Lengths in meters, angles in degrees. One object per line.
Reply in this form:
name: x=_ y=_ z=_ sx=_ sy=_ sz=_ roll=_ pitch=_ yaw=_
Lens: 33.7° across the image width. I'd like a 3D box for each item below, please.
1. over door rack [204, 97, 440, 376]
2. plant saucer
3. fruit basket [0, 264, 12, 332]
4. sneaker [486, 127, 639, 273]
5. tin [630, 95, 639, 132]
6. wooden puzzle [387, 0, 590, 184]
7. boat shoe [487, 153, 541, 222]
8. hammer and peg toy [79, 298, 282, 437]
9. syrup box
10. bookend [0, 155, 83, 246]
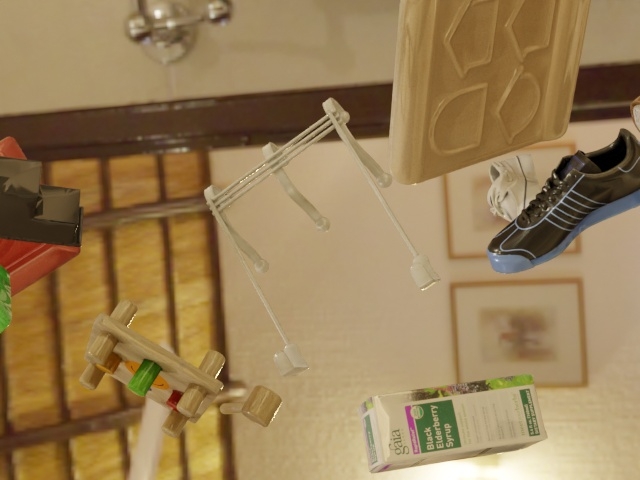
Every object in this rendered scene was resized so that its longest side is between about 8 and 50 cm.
over door rack: x=0.000 y=0.000 z=1.431 sx=0.108 sy=0.239 sz=0.324 roll=30 pitch=-152 yaw=-56
plant saucer: x=-0.603 y=-0.021 z=1.884 sx=0.259 sy=0.258 sz=0.048 roll=57 pitch=177 yaw=8
fruit basket: x=-0.512 y=0.167 z=1.228 sx=0.283 sy=0.392 sz=0.392 roll=-141 pitch=41 yaw=-69
sneaker: x=0.297 y=-0.050 z=1.295 sx=0.090 sy=0.232 sz=0.081 roll=57 pitch=-177 yaw=-29
tin: x=0.606 y=-0.185 z=1.808 sx=0.190 sy=0.040 sz=0.106 roll=46 pitch=173 yaw=41
wooden puzzle: x=0.255 y=-0.274 z=1.660 sx=0.080 sy=0.348 sz=0.322 roll=43 pitch=140 yaw=46
boat shoe: x=0.318 y=-0.066 z=1.744 sx=0.258 sy=0.084 sz=0.095 roll=-76 pitch=-21 yaw=-67
hammer and peg toy: x=-0.269 y=0.272 z=1.950 sx=0.127 sy=0.361 sz=0.266 roll=-61 pitch=4 yaw=-27
syrup box: x=0.178 y=0.253 z=1.457 sx=0.096 sy=0.237 sz=0.093 roll=118 pitch=144 yaw=-67
bookend: x=-0.417 y=-0.063 z=1.546 sx=0.157 sy=0.156 sz=0.072 roll=125 pitch=147 yaw=-56
